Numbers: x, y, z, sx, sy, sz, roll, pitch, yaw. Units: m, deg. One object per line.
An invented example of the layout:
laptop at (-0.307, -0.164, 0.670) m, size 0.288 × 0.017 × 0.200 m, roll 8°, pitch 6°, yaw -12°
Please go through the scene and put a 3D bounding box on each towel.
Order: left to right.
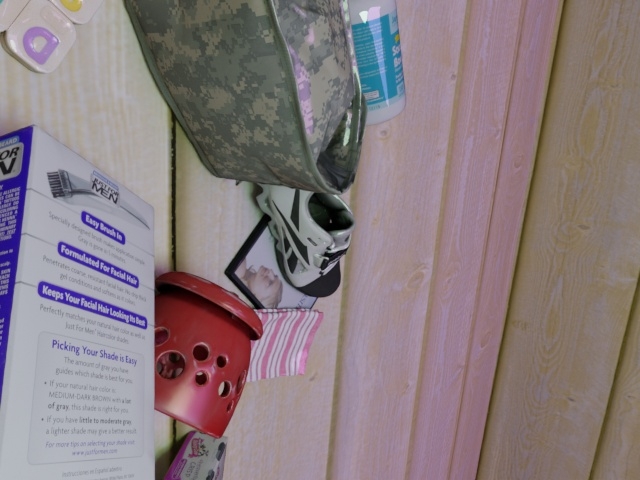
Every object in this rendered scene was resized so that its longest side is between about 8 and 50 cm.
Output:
towel at (-0.079, 0.200, 0.934) m, size 0.197 × 0.029 × 0.144 m, roll 10°, pitch 101°, yaw -50°

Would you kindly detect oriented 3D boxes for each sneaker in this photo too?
sneaker at (0.000, 0.000, 0.867) m, size 0.122 × 0.146 × 0.330 m, roll -54°, pitch 141°, yaw -30°

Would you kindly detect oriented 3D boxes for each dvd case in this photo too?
dvd case at (-0.067, 0.061, 0.937) m, size 0.180 × 0.022 × 0.253 m, roll -58°, pitch 142°, yaw -24°

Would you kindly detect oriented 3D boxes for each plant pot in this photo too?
plant pot at (-0.180, 0.152, 0.667) m, size 0.174 × 0.191 × 0.191 m, roll -62°, pitch 143°, yaw -25°

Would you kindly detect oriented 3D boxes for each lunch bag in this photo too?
lunch bag at (-0.076, -0.199, 0.644) m, size 0.169 × 0.235 × 0.286 m, roll -47°, pitch 136°, yaw -39°

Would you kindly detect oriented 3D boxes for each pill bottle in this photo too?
pill bottle at (0.069, -0.351, 0.873) m, size 0.146 × 0.146 × 0.264 m, roll -45°, pitch 135°, yaw -36°

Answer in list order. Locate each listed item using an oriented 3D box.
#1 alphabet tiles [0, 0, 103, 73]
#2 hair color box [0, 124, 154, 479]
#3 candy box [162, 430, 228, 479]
alphabet tiles at (-0.333, -0.298, 0.440) m, size 0.284 × 0.021 × 0.277 m, roll 46°, pitch 65°, yaw -51°
hair color box at (-0.250, 0.090, 0.456) m, size 0.185 × 0.110 × 0.338 m, roll 52°, pitch 28°, yaw -63°
candy box at (-0.209, 0.452, 0.772) m, size 0.159 × 0.071 × 0.233 m, roll -75°, pitch 174°, yaw -82°
